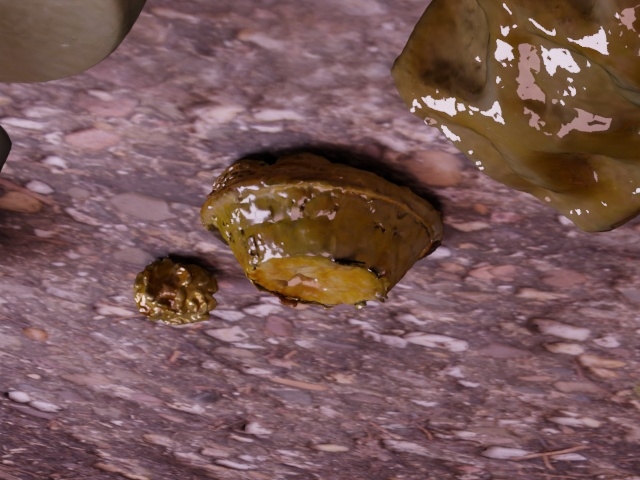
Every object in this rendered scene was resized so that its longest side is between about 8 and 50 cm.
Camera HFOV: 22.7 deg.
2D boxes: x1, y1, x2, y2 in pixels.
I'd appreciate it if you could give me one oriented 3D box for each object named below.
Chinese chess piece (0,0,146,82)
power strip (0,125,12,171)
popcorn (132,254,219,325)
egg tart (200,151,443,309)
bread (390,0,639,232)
[{"bbox_3d":[-0.226,-0.200,1.001,0.250,0.101,0.250,8,155,4],"label":"Chinese chess piece"},{"bbox_3d":[-0.407,-0.085,1.122,0.357,0.161,0.357,25,173,3],"label":"power strip"},{"bbox_3d":[-0.140,0.049,1.548,0.082,0.057,0.083,15,152,-14],"label":"popcorn"},{"bbox_3d":[-0.001,0.001,1.367,0.212,0.090,0.212,8,159,3],"label":"egg tart"},{"bbox_3d":[0.183,-0.130,0.904,0.196,0.238,0.252,54,142,-2],"label":"bread"}]
